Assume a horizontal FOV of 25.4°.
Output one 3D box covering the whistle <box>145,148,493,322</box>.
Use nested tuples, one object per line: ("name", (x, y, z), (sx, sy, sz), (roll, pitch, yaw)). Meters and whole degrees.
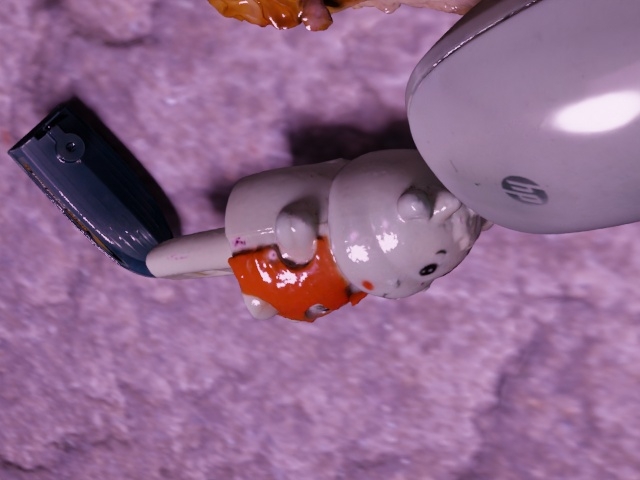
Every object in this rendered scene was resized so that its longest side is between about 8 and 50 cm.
("whistle", (-0.001, -0.002, 0.881), (0.253, 0.106, 0.102), (-8, 141, 30))

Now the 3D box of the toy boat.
("toy boat", (-0.151, -0.028, 0.994), (0.141, 0.055, 0.060), (47, 158, -9))

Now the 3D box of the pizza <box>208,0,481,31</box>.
("pizza", (0.009, -0.185, 0.753), (0.365, 0.074, 0.182), (-3, 126, 33))

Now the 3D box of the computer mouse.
("computer mouse", (0.174, -0.074, 0.696), (0.288, 0.097, 0.159), (-14, 132, 37))
